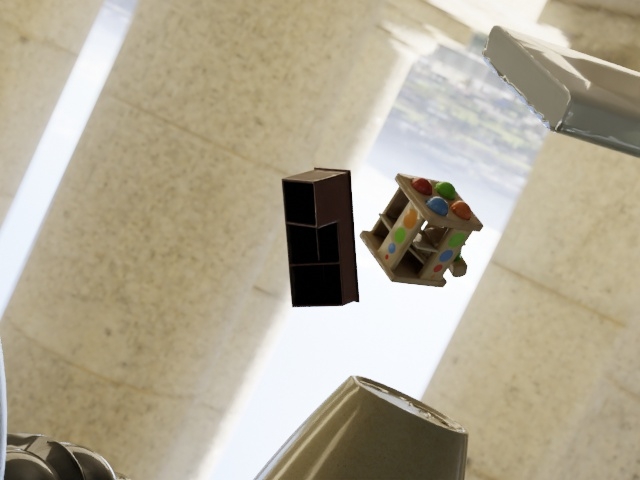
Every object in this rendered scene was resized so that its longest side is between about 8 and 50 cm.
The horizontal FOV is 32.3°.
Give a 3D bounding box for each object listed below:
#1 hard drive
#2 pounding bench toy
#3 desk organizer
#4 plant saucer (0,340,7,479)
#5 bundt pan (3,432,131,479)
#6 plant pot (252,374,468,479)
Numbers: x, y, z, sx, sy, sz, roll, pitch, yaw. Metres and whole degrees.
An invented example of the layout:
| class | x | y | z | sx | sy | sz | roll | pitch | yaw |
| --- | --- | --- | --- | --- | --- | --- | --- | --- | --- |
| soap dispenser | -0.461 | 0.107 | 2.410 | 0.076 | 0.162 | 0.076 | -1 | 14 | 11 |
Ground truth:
| class | x | y | z | sx | sy | sz | roll | pitch | yaw |
| --- | --- | --- | --- | --- | --- | --- | --- | --- | --- |
| hard drive | 0.322 | -0.115 | 1.047 | 0.307 | 0.040 | 0.203 | 14 | -156 | -19 |
| pounding bench toy | 0.085 | -0.008 | 0.790 | 0.083 | 0.065 | 0.052 | 8 | -145 | -38 |
| desk organizer | 0.000 | 0.000 | 1.044 | 0.047 | 0.130 | 0.050 | 8 | -161 | 41 |
| plant saucer | -0.289 | 0.080 | 0.639 | 0.400 | 0.400 | 0.100 | 28 | -162 | 32 |
| bundt pan | -0.257 | 0.333 | 1.019 | 0.124 | 0.331 | 0.331 | -10 | 168 | 25 |
| plant pot | 0.026 | 0.278 | 1.062 | 0.256 | 0.274 | 0.256 | 25 | -178 | -1 |
